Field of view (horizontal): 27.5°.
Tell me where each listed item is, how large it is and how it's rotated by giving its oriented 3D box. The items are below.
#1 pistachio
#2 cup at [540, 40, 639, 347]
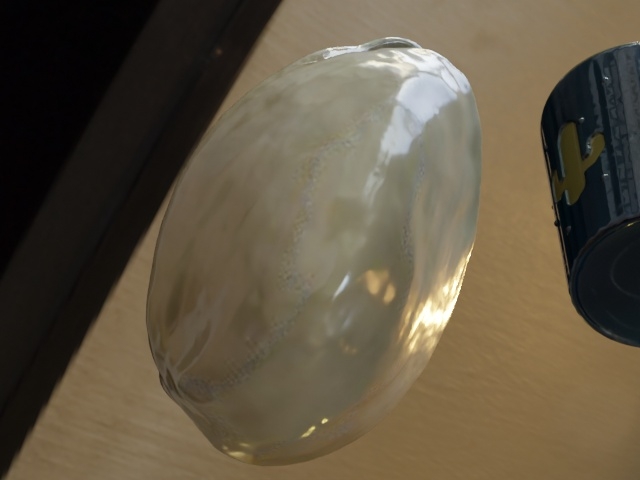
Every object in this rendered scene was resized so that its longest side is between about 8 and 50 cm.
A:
[{"bbox_3d":[0.000,0.000,0.934,0.332,0.226,0.208,-68,-165,-7],"label":"pistachio"},{"bbox_3d":[0.210,-0.038,0.777,0.155,0.131,0.176,-81,-163,-47],"label":"cup"}]
